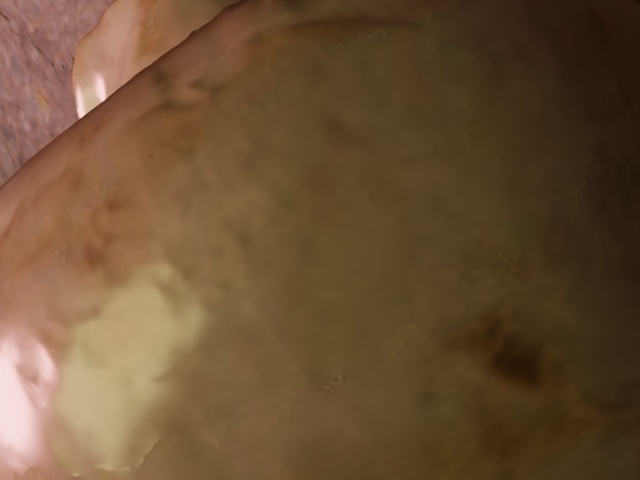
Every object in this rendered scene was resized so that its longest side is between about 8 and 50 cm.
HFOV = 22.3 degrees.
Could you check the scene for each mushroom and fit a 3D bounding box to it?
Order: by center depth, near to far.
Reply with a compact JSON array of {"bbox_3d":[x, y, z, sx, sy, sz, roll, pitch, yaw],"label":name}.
[{"bbox_3d":[0.000,0.000,0.584,0.290,0.297,0.297,66,147,33],"label":"mushroom"}]
